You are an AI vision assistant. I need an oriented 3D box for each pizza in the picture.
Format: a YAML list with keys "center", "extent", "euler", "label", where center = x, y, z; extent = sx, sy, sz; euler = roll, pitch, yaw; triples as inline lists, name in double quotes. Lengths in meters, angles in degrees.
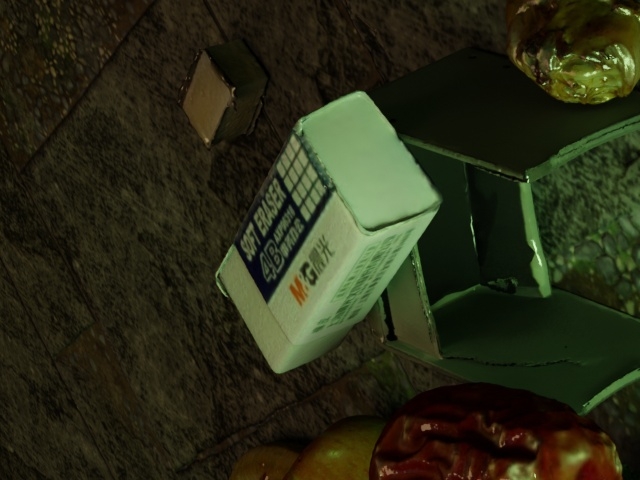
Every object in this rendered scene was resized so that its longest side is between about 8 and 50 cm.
- center: [-0.024, 0.327, 2.256]
  extent: [0.268, 0.087, 0.258]
  euler: [50, 145, 29]
  label: "pizza"

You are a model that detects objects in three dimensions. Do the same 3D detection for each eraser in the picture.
- center: [0.000, 0.000, 1.596]
  extent: [0.130, 0.086, 0.287]
  euler: [57, 151, 14]
  label: "eraser"

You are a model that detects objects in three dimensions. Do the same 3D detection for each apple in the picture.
- center: [0.049, 0.294, 1.996]
  extent: [0.196, 0.196, 0.196]
  euler: [39, 142, 39]
  label: "apple"

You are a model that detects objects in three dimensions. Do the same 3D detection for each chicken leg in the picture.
- center: [0.181, -0.213, 1.487]
  extent: [0.251, 0.107, 0.087]
  euler: [61, 178, 24]
  label: "chicken leg"

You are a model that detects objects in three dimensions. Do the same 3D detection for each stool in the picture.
- center: [0.166, -0.010, 1.581]
  extent: [0.269, 0.170, 0.244]
  euler: [22, 132, 51]
  label: "stool"

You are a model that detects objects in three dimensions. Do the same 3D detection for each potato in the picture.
- center: [-0.107, -0.165, 2.022]
  extent: [0.086, 0.061, 0.122]
  euler: [55, 148, 18]
  label: "potato"

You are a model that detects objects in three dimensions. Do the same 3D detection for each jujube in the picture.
- center: [0.142, 0.195, 1.474]
  extent: [0.230, 0.155, 0.155]
  euler: [3, 114, 55]
  label: "jujube"

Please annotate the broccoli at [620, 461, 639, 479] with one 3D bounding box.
- center: [0.277, 0.337, 1.572]
  extent: [0.304, 0.283, 0.321]
  euler: [42, 171, -27]
  label: "broccoli"
